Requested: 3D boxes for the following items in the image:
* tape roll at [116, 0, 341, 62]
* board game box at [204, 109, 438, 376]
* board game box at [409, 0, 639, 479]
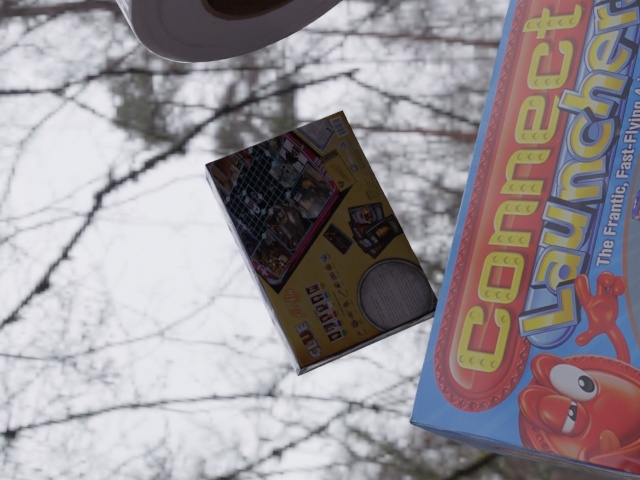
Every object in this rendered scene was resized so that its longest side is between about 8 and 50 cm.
[{"bbox_3d":[-0.075,-0.281,0.992,0.246,0.246,0.169,6,-130,-61],"label":"tape roll"},{"bbox_3d":[0.000,0.000,1.327,0.042,0.165,0.243,106,140,-71],"label":"board game box"},{"bbox_3d":[0.210,-0.030,0.581,0.086,0.302,0.308,22,-102,-41],"label":"board game box"}]
